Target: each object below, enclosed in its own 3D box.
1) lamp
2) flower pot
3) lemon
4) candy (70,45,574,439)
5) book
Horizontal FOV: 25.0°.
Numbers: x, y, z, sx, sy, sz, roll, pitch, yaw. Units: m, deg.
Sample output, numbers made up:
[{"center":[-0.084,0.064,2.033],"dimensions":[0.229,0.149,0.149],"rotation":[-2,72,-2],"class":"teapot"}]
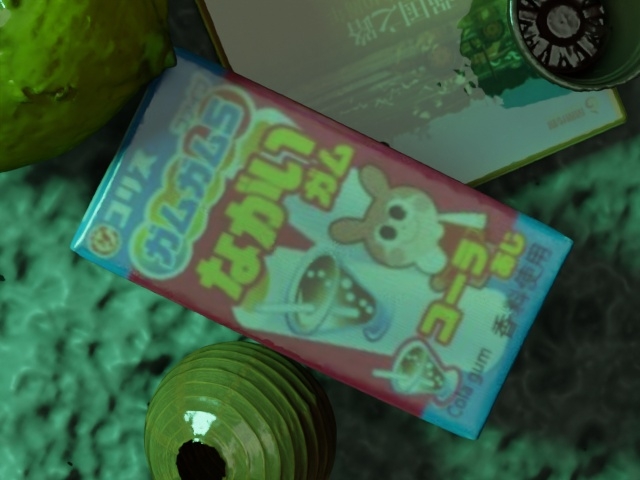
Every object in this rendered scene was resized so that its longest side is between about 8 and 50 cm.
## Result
[{"center":[-0.055,0.136,0.994],"dimensions":[0.136,0.136,0.136],"rotation":[0,92,-6],"class":"lamp"},{"center":[0.174,-0.154,1.002],"dimensions":[0.111,0.089,0.111],"rotation":[0,91,-5],"class":"flower pot"},{"center":[-0.225,-0.152,0.917],"dimensions":[0.253,0.228,0.228],"rotation":[-15,94,23],"class":"lemon"},{"center":[0.000,0.000,0.990],"dimensions":[0.306,0.100,0.157],"rotation":[26,91,-4],"class":"candy"},{"center":[0.036,-0.207,1.044],"dimensions":[0.262,0.028,0.374],"rotation":[-23,94,-5],"class":"book"}]
